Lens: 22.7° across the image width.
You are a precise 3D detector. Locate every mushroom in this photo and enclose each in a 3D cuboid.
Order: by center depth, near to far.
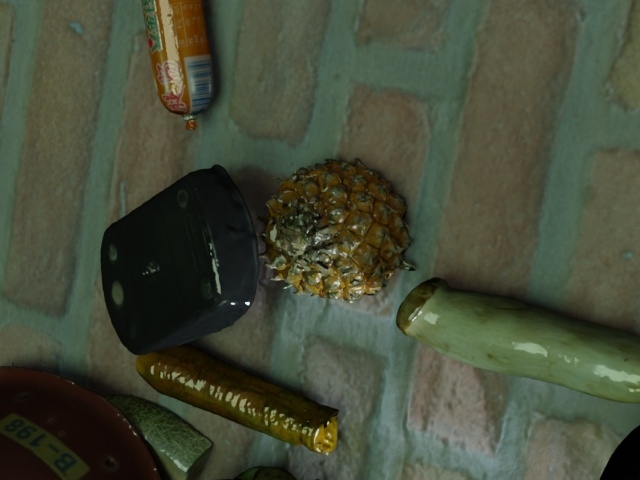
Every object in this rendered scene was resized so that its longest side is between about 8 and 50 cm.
[{"bbox_3d":[0.222,0.107,1.640,0.312,0.100,0.081,15,111,24],"label":"mushroom"}]

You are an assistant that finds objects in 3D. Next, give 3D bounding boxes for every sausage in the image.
[{"bbox_3d":[-0.164,-0.241,1.805,0.071,0.071,0.234,-7,95,29],"label":"sausage"}]

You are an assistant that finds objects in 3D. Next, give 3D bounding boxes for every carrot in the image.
[{"bbox_3d":[-0.095,0.179,1.841,0.260,0.070,0.070,20,108,23],"label":"carrot"}]

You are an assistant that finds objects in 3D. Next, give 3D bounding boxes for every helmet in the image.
[{"bbox_3d":[-0.384,0.345,1.918,0.385,0.230,0.337,36,123,21],"label":"helmet"}]

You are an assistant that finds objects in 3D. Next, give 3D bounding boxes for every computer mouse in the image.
[{"bbox_3d":[-0.151,0.028,1.810,0.269,0.100,0.170,-27,76,51],"label":"computer mouse"}]

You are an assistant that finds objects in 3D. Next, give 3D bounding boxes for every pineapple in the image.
[{"bbox_3d":[-0.001,-0.004,1.720,0.176,0.137,0.161,6,101,28],"label":"pineapple"}]

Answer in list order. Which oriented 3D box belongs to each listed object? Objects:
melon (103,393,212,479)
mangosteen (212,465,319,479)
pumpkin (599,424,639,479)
[{"bbox_3d":[-0.219,0.240,1.941,0.182,0.054,0.098,39,130,18],"label":"melon"},{"bbox_3d":[-0.084,0.367,1.797,0.243,0.243,0.243,5,101,28],"label":"mangosteen"},{"bbox_3d":[0.422,0.268,1.490,0.315,0.238,0.315,-2,87,45],"label":"pumpkin"}]
